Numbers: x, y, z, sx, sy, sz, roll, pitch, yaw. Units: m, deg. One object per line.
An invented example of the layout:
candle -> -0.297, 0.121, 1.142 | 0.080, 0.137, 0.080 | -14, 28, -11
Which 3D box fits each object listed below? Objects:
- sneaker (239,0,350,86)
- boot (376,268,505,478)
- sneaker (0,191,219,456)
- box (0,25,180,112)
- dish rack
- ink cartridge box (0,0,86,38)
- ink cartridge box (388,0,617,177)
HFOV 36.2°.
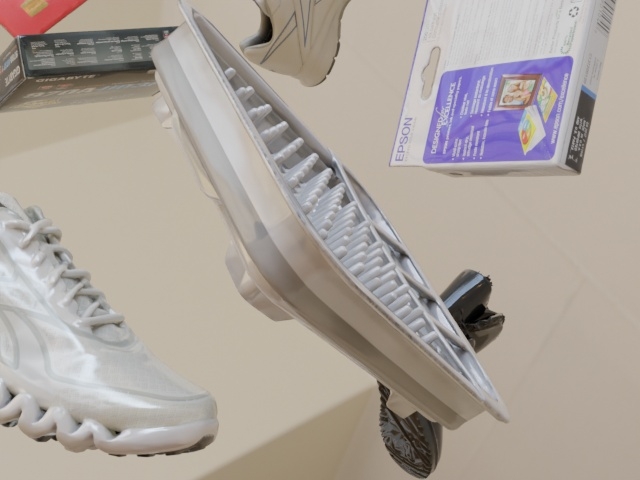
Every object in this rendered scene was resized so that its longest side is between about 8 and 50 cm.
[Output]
sneaker -> -0.016, -0.343, 1.283 | 0.111, 0.129, 0.297 | -118, -138, -52
boot -> 0.175, 0.183, 1.349 | 0.094, 0.207, 0.247 | 21, -47, 44
sneaker -> -0.186, 0.042, 0.610 | 0.292, 0.110, 0.118 | 24, -89, 16
box -> -0.272, -0.203, 1.167 | 0.175, 0.220, 0.051 | -12, -90, 58
dish rack -> 0.000, 0.000, 0.717 | 0.333, 0.072, 0.286 | 44, 14, -50
ink cartridge box -> -0.380, -0.442, 1.326 | 0.261, 0.296, 0.066 | 42, -19, 12
ink cartridge box -> 0.172, -0.161, 0.937 | 0.208, 0.045, 0.206 | 5, -102, 48
